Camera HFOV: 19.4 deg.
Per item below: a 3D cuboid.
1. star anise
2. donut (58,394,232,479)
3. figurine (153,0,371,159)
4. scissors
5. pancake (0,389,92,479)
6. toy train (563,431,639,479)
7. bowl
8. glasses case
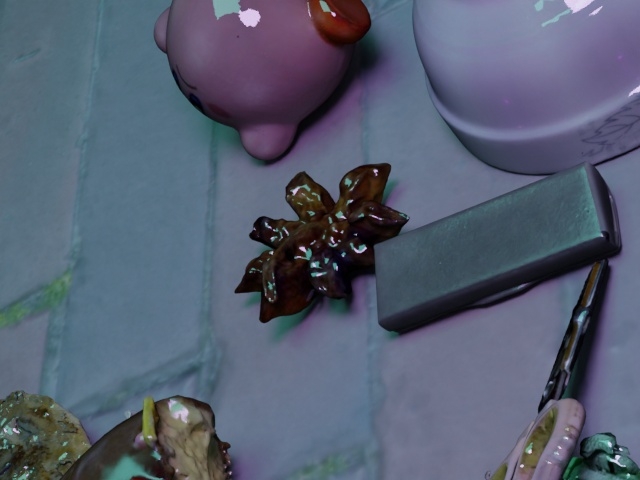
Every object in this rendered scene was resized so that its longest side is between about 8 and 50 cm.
[{"bbox_3d":[0.000,0.000,1.493,0.168,0.057,0.168,-24,32,16],"label":"star anise"},{"bbox_3d":[-0.115,0.267,1.275,0.259,0.136,0.345,-42,35,-3],"label":"donut"},{"bbox_3d":[-0.056,-0.178,1.628,0.173,0.173,0.173,-25,40,23],"label":"figurine"},{"bbox_3d":[0.143,0.118,1.221,0.160,0.024,0.317,-59,3,47],"label":"scissors"},{"bbox_3d":[-0.283,0.249,1.515,0.282,0.049,0.282,-25,41,24],"label":"pancake"},{"bbox_3d":[0.185,0.180,1.129,0.149,0.081,0.099,10,61,41],"label":"toy train"},{"bbox_3d":[0.187,-0.204,1.445,0.287,0.144,0.287,-24,41,23],"label":"bowl"},{"bbox_3d":[0.126,0.008,1.376,0.190,0.042,0.072,-22,49,26],"label":"glasses case"}]
